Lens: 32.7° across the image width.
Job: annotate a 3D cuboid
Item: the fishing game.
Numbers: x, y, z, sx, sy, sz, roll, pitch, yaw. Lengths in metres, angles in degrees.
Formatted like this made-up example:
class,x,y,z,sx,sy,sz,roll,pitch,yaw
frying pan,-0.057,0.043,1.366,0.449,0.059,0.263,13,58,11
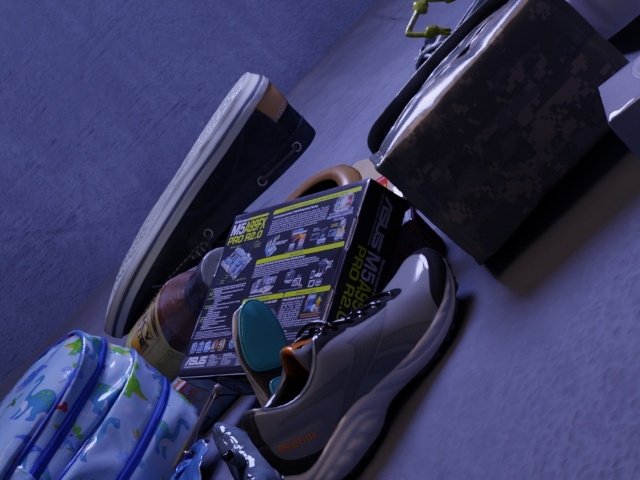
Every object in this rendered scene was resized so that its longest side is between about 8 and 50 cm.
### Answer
class,x,y,z,sx,sy,sz,roll,pitch,yaw
fishing game,-0.130,0.275,1.003,0.264,0.041,0.189,-85,18,-56

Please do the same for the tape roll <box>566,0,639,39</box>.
class,x,y,z,sx,sy,sz,roll,pitch,yaw
tape roll,0.409,-0.387,1.229,0.392,0.072,0.392,-50,3,3

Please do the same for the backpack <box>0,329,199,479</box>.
class,x,y,z,sx,sy,sz,roll,pitch,yaw
backpack,-0.279,0.273,1.179,0.355,0.273,0.290,-40,0,-39

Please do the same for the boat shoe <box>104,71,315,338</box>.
class,x,y,z,sx,sy,sz,roll,pitch,yaw
boat shoe,-0.183,-0.025,1.702,0.500,0.156,0.187,-53,15,19

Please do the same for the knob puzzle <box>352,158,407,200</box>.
class,x,y,z,sx,sy,sz,roll,pitch,yaw
knob puzzle,0.052,-0.033,1.436,0.213,0.030,0.213,-37,31,27

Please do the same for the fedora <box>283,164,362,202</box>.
class,x,y,z,sx,sy,sz,roll,pitch,yaw
fedora,0.000,0.000,1.355,0.194,0.079,0.194,-37,32,27

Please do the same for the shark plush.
class,x,y,z,sx,sy,sz,roll,pitch,yaw
shark plush,-0.073,0.220,1.017,0.073,0.067,0.161,-43,13,10

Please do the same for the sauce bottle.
class,x,y,z,sx,sy,sz,roll,pitch,yaw
sauce bottle,-0.178,0.106,1.471,0.111,0.111,0.344,-55,4,-35

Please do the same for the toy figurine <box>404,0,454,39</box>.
class,x,y,z,sx,sy,sz,roll,pitch,yaw
toy figurine,0.256,-0.423,1.411,0.363,0.191,0.217,-59,-13,-27

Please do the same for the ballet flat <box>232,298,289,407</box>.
class,x,y,z,sx,sy,sz,roll,pitch,yaw
ballet flat,-0.049,0.136,1.048,0.057,0.168,0.052,-7,-32,-29

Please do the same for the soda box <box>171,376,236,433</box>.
class,x,y,z,sx,sy,sz,roll,pitch,yaw
soda box,-0.109,0.149,1.356,0.183,0.063,0.058,-45,12,-2

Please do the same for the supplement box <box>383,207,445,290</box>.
class,x,y,z,sx,sy,sz,roll,pitch,yaw
supplement box,0.086,0.014,1.183,0.083,0.055,0.043,-41,14,16

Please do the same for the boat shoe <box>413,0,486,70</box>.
class,x,y,z,sx,sy,sz,roll,pitch,yaw
boat shoe,0.184,-0.239,1.509,0.335,0.119,0.121,-50,14,-22

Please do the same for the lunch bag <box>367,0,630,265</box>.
class,x,y,z,sx,sy,sz,roll,pitch,yaw
lunch bag,0.172,-0.127,1.118,0.235,0.169,0.287,-47,5,6

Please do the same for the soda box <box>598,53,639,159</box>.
class,x,y,z,sx,sy,sz,roll,pitch,yaw
soda box,0.349,-0.157,0.800,0.286,0.098,0.091,-40,14,24

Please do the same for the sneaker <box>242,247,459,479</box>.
class,x,y,z,sx,sy,sz,roll,pitch,yaw
sneaker,0.033,0.098,0.980,0.271,0.108,0.100,-52,13,-31

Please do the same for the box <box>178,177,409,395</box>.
class,x,y,z,sx,sy,sz,roll,pitch,yaw
box,-0.035,0.059,1.197,0.270,0.060,0.216,-13,52,53
